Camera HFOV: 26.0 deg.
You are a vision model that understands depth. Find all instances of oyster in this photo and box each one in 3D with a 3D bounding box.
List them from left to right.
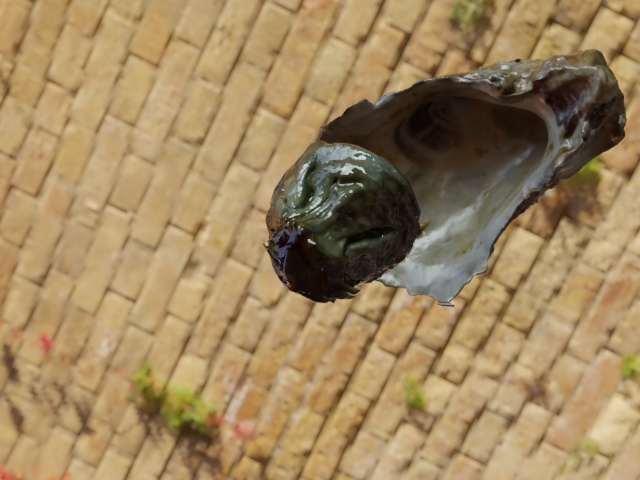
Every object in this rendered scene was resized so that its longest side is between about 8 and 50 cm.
[{"bbox_3d":[0.116,-0.061,1.007,0.232,0.161,0.107,-32,-1,21],"label":"oyster"}]

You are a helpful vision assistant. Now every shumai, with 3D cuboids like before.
[{"bbox_3d":[0.001,0.001,0.909,0.087,0.099,0.124,-49,2,-39],"label":"shumai"}]
